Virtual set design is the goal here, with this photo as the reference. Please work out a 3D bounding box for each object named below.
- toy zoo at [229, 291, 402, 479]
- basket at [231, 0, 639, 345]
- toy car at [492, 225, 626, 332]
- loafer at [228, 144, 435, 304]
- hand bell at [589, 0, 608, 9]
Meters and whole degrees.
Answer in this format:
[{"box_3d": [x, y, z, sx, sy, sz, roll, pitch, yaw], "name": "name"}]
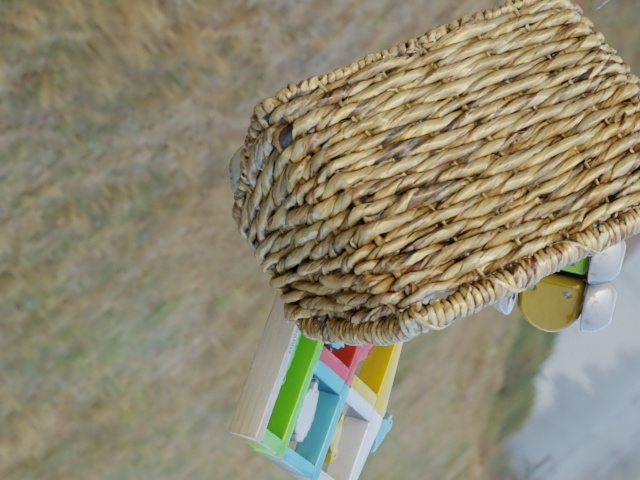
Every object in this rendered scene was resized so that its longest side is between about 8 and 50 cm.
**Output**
[{"box_3d": [0.012, 0.132, 1.499, 0.293, 0.030, 0.192, 47, 59, -61], "name": "toy zoo"}, {"box_3d": [0.110, -0.018, 1.218, 0.299, 0.223, 0.213, -25, 155, -24], "name": "basket"}, {"box_3d": [0.294, 0.017, 1.961, 0.136, 0.159, 0.182, -57, 155, -48], "name": "toy car"}, {"box_3d": [0.000, 0.000, 1.623, 0.111, 0.112, 0.319, -17, 143, 30], "name": "loafer"}, {"box_3d": [0.242, -0.367, 1.672, 0.126, 0.242, 0.126, -48, -177, 4], "name": "hand bell"}]
